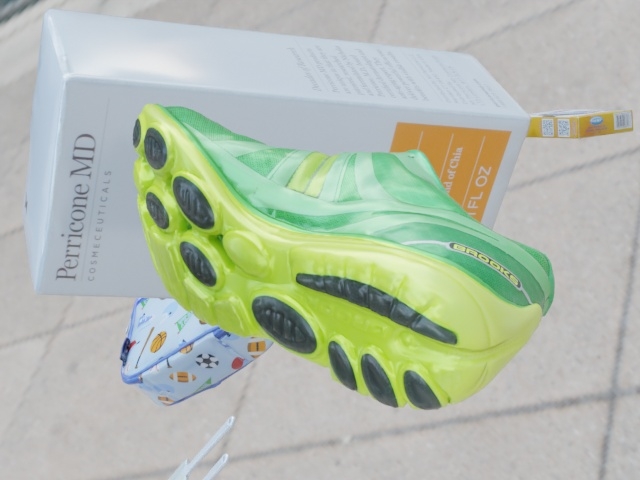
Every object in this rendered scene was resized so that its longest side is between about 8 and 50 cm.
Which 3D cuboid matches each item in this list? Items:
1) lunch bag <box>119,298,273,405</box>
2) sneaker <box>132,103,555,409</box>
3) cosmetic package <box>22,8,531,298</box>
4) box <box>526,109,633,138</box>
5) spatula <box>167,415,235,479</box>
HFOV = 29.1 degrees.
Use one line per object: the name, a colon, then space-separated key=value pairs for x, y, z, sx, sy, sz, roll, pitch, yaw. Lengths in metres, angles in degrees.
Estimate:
lunch bag: x=-0.192 y=0.118 z=1.981 sx=0.303 sy=0.115 sz=0.243 roll=-27 pitch=39 yaw=31
sneaker: x=0.000 y=0.000 z=0.688 sx=0.123 sy=0.109 sz=0.295 roll=-21 pitch=38 yaw=-40
cosmetic package: x=-0.049 y=-0.073 z=1.217 sx=0.161 sy=0.453 sz=0.230 roll=-117 pitch=35 yaw=-53
box: x=0.279 y=-0.133 z=1.405 sx=0.081 sy=0.028 sz=0.136 roll=-10 pitch=12 yaw=-29
spatula: x=-0.182 y=0.375 z=1.814 sx=0.242 sy=0.019 sz=0.168 roll=-49 pitch=28 yaw=40
